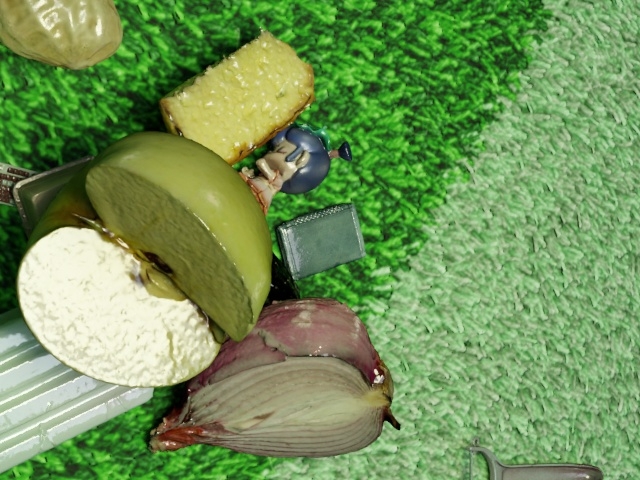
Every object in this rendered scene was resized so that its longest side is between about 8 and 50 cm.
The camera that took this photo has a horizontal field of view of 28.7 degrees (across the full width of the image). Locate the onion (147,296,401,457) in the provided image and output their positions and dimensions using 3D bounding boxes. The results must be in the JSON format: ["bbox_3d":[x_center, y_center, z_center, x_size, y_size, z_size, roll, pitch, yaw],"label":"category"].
[{"bbox_3d":[-0.076,0.185,1.729,0.349,0.159,0.267,-9,136,6],"label":"onion"}]

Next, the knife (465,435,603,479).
[{"bbox_3d":[0.342,0.377,2.042,0.278,0.053,0.123,4,90,-31],"label":"knife"}]

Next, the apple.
[{"bbox_3d":[-0.197,0.015,1.484,0.258,0.233,0.295,36,113,-17],"label":"apple"}]

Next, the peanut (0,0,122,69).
[{"bbox_3d":[-0.371,-0.317,1.514,0.298,0.120,0.136,45,70,-24],"label":"peanut"}]

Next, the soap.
[{"bbox_3d":[-0.341,0.162,1.603,0.289,0.095,0.172,-25,107,-25],"label":"soap"}]

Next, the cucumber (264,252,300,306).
[{"bbox_3d":[-0.132,0.005,1.715,0.303,0.072,0.081,37,65,-28],"label":"cucumber"}]

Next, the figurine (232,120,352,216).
[{"bbox_3d":[-0.058,-0.093,1.724,0.195,0.111,0.102,-38,100,-26],"label":"figurine"}]

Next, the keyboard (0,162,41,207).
[{"bbox_3d":[-0.346,-0.059,1.617,0.166,0.017,0.055,15,89,-30],"label":"keyboard"}]

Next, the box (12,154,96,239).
[{"bbox_3d":[-0.318,-0.048,1.589,0.122,0.062,0.089,-23,111,-22],"label":"box"}]

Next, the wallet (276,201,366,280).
[{"bbox_3d":[0.000,0.000,1.815,0.129,0.026,0.088,-18,101,-25],"label":"wallet"}]

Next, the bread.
[{"bbox_3d":[-0.131,-0.170,1.657,0.260,0.134,0.129,-42,103,-40],"label":"bread"}]
